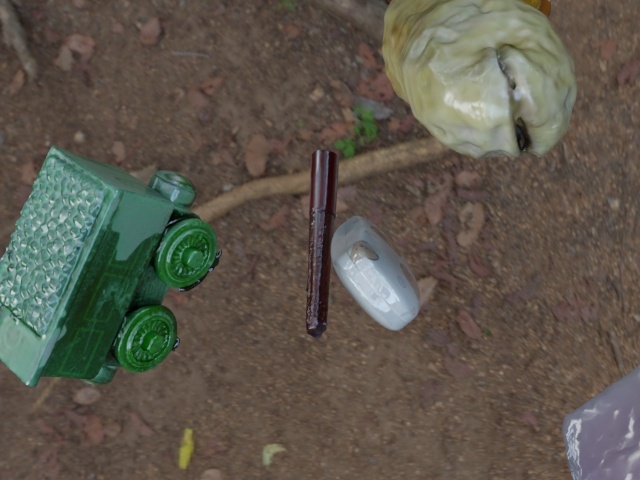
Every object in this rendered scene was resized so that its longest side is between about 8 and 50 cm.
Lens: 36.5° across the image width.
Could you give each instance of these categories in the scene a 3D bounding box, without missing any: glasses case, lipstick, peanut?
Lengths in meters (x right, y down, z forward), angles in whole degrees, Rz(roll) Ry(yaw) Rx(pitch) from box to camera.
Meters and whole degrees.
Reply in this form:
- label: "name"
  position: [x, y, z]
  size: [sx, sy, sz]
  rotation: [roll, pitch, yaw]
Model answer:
- label: "glasses case"
  position: [0.037, 0.019, 0.673]
  size: [0.041, 0.164, 0.063]
  rotation: [-41, 96, 6]
- label: "lipstick"
  position: [0.000, 0.000, 0.831]
  size: [0.027, 0.027, 0.176]
  rotation: [-9, 57, 19]
- label: "peanut"
  position: [0.118, -0.142, 0.772]
  size: [0.130, 0.290, 0.130]
  rotation: [-1, 112, -3]

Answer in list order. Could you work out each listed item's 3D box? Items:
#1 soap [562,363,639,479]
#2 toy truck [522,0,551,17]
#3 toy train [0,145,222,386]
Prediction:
- label: "soap"
  position: [0.346, 0.117, 0.564]
  size: [0.285, 0.296, 0.107]
  rotation: [-43, 36, 34]
- label: "toy truck"
  position: [0.186, -0.378, 1.270]
  size: [0.204, 0.212, 0.288]
  rotation: [-16, 55, 1]
- label: "toy train"
  position: [-0.241, 0.037, 1.091]
  size: [0.145, 0.202, 0.266]
  rotation: [31, 99, 38]
